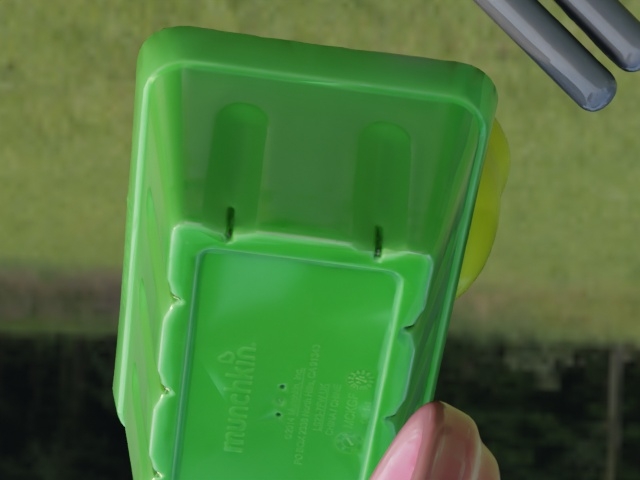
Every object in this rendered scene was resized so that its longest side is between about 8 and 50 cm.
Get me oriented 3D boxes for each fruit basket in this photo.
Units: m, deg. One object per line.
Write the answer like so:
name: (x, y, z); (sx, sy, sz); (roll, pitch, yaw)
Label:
fruit basket: (0.000, 0.000, 1.449); (0.283, 0.392, 0.392); (7, 179, -2)

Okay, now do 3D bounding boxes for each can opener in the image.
can opener: (0.101, -0.199, 1.288); (0.280, 0.074, 0.093); (46, -176, -2)

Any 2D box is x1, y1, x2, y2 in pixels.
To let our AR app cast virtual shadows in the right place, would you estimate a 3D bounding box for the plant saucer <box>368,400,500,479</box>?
plant saucer: (0.025, 0.252, 1.094); (0.084, 0.332, 0.332); (26, 178, -1)
